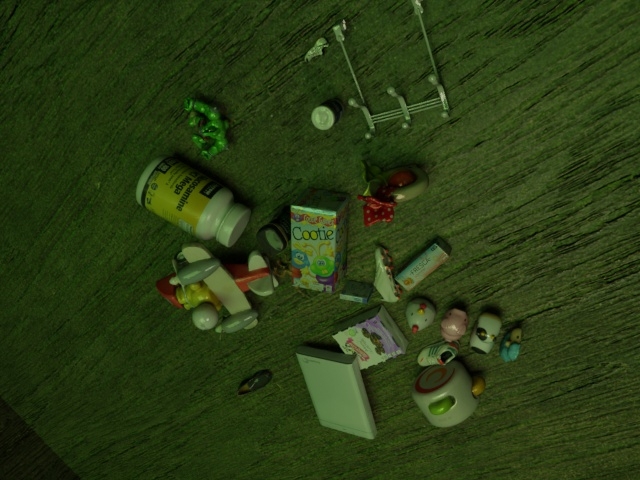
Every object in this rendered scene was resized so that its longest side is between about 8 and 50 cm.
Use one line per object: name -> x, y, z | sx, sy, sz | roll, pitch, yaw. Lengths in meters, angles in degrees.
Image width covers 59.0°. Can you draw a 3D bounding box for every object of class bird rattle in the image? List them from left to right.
bird rattle -> 0.192, -0.150, 1.537 | 0.206, 0.253, 0.143 | -18, 110, 3

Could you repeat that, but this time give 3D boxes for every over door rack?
over door rack -> 0.179, -0.441, 1.463 | 0.239, 0.108, 0.325 | -10, 111, 25

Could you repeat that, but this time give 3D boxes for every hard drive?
hard drive -> 0.059, 0.539, 1.998 | 0.232, 0.047, 0.353 | 4, 123, 34

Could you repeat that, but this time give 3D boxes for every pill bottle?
pill bottle -> -0.400, -0.120, 1.807 | 0.333, 0.188, 0.188 | 29, 122, 5
pill bottle -> 0.024, -0.352, 1.560 | 0.067, 0.120, 0.067 | 9, 118, 17

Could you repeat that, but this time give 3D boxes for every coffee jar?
coffee jar -> -0.124, -0.030, 1.744 | 0.079, 0.184, 0.096 | -27, 104, 30

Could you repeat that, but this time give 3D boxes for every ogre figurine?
ogre figurine -> -0.341, -0.339, 1.729 | 0.118, 0.096, 0.197 | 8, 107, 31

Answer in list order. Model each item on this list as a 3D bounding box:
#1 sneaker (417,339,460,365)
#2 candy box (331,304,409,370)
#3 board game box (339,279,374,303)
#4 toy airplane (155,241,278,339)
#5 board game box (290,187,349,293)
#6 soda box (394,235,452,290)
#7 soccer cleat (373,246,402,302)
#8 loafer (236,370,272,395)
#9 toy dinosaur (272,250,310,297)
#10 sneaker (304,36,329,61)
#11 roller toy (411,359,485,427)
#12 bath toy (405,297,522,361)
sneaker -> 0.373, 0.372, 1.815 | 0.161, 0.075, 0.057 | -32, 101, 31
candy box -> 0.164, 0.326, 1.877 | 0.196, 0.070, 0.165 | -30, 102, 31
board game box -> 0.117, 0.162, 1.802 | 0.089, 0.090, 0.020 | 10, 120, 17
toy airplane -> -0.330, 0.172, 1.869 | 0.385, 0.273, 0.384 | 25, 142, -18
board game box -> 0.000, 0.000, 1.734 | 0.141, 0.144, 0.276 | 9, 119, 17
soda box -> 0.307, 0.070, 1.699 | 0.063, 0.058, 0.183 | 43, 122, -3
soccer cleat -> 0.193, 0.111, 1.762 | 0.076, 0.068, 0.196 | -8, 115, 28
loafer -> -0.253, 0.553, 2.163 | 0.170, 0.061, 0.062 | -37, 97, 31
toy dinosaur -> -0.095, 0.105, 1.874 | 0.112, 0.064, 0.212 | 10, 119, 16
sneaker -> -0.010, -0.514, 1.545 | 0.037, 0.032, 0.083 | 44, 123, -4
roller toy -> 0.402, 0.487, 1.796 | 0.146, 0.209, 0.191 | 56, 156, -11
bath toy -> 0.422, 0.266, 1.712 | 0.348, 0.129, 0.152 | 16, 120, 14
